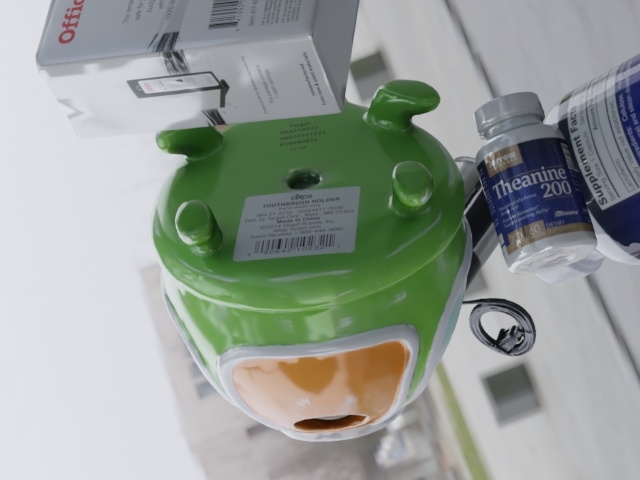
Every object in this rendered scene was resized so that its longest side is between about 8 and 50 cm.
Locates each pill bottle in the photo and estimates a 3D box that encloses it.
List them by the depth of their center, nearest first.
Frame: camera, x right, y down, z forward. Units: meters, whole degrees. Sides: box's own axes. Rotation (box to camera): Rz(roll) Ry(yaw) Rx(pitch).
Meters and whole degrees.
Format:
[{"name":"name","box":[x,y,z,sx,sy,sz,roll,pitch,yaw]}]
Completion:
[{"name":"pill bottle","box":[0.148,-0.041,1.233,0.067,0.067,0.120,69,-175,-74]},{"name":"pill bottle","box":[0.269,-0.072,1.356,0.153,0.265,0.153,32,-136,-36]}]

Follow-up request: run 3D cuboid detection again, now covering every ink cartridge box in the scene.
[{"name":"ink cartridge box","box":[-0.083,-0.160,1.240,0.086,0.203,0.148,66,-154,-48]}]

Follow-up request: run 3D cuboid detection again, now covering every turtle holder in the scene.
[{"name":"turtle holder","box":[-0.015,0.009,1.350,0.320,0.243,0.227,45,151,53]}]

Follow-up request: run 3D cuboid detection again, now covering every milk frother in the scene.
[{"name":"milk frother","box":[0.152,0.017,1.596,0.143,0.134,0.129,43,160,-20]}]
